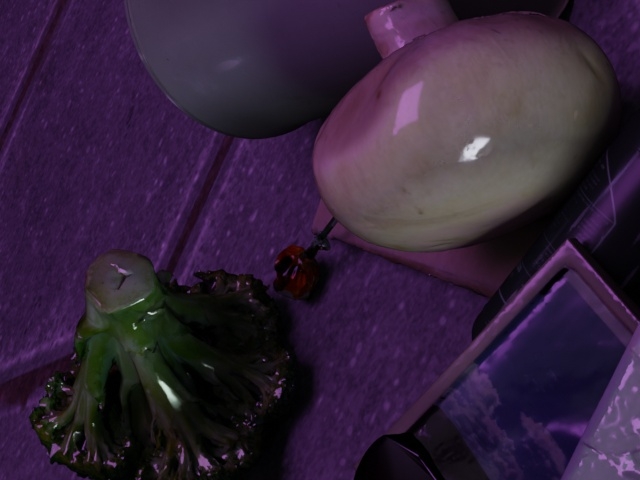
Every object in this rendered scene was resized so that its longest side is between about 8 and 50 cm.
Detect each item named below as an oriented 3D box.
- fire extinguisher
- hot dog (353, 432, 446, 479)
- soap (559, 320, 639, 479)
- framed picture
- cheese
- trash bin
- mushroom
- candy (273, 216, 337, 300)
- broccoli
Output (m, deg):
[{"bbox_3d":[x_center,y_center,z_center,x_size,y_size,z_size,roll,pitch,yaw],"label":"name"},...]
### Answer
[{"bbox_3d":[0.200,0.028,1.170,0.311,0.095,0.114,-54,-13,17],"label":"fire extinguisher"},{"bbox_3d":[0.081,0.298,1.097,0.194,0.107,0.326,46,128,35],"label":"hot dog"},{"bbox_3d":[0.251,0.141,0.961,0.173,0.095,0.289,30,95,44],"label":"soap"},{"bbox_3d":[0.157,0.152,1.124,0.260,0.023,0.189,-49,65,25],"label":"framed picture"},{"bbox_3d":[0.101,-0.007,1.410,0.400,0.034,0.085,20,90,61],"label":"cheese"},{"bbox_3d":[0.009,-0.257,1.496,0.432,0.280,0.280,-10,62,52],"label":"trash bin"},{"bbox_3d":[0.104,-0.098,1.217,0.246,0.246,0.202,-38,76,40],"label":"mushroom"},{"bbox_3d":[0.000,0.000,1.512,0.184,0.049,0.055,-53,54,51],"label":"candy"},{"bbox_3d":[-0.147,0.111,1.513,0.254,0.269,0.269,4,69,20],"label":"broccoli"}]
